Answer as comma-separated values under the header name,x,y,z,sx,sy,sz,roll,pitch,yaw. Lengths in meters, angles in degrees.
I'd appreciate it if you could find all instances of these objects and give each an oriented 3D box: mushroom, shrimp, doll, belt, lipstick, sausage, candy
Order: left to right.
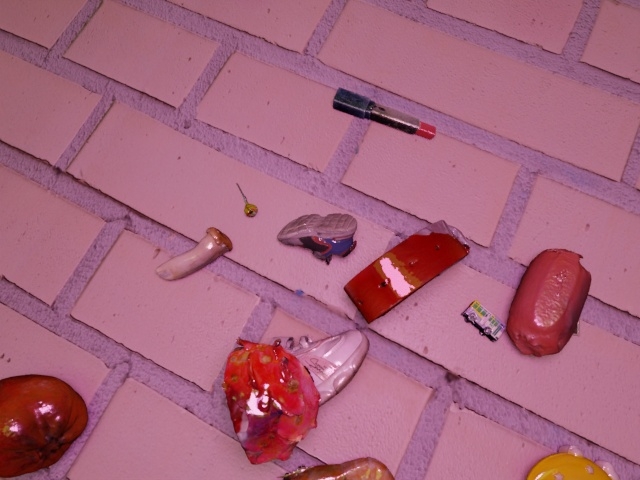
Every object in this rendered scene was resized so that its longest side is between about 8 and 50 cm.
name,x,y,z,sx,sy,sz,roll,pitch,yaw
mushroom,-0.339,0.043,1.155,0.209,0.084,0.071,-33,54,-3
candy,-0.213,-0.118,1.221,0.035,0.035,0.123,-12,61,-33
shrimp,0.031,0.598,0.992,0.295,0.058,0.169,-4,76,-2
lipstick,0.189,-0.365,1.261,0.312,0.051,0.051,22,75,6
belt,0.212,0.070,1.045,0.323,0.227,0.115,-30,77,-19
sausage,0.551,0.146,1.043,0.152,0.152,0.280,27,76,10
doll,0.550,0.583,0.942,0.237,0.111,0.252,17,74,-9

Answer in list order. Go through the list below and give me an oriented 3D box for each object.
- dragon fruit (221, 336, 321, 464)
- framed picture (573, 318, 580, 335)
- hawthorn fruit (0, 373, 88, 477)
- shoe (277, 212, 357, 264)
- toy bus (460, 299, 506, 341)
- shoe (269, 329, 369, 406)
name,x,y,z,sx,sy,sz,roll,pitch,yaw
dragon fruit,-0.090,0.319,0.865,0.161,0.126,0.274,-20,88,5
framed picture,0.627,0.195,1.100,0.066,0.007,0.089,8,75,5
hawthorn fruit,-0.694,0.408,1.002,0.260,0.224,0.224,21,76,24
shoe,0.000,0.000,1.153,0.227,0.126,0.099,-3,35,26
toy bus,0.412,0.202,1.086,0.102,0.052,0.058,42,81,15
shoe,-0.052,0.307,1.014,0.351,0.172,0.198,-40,76,-8
